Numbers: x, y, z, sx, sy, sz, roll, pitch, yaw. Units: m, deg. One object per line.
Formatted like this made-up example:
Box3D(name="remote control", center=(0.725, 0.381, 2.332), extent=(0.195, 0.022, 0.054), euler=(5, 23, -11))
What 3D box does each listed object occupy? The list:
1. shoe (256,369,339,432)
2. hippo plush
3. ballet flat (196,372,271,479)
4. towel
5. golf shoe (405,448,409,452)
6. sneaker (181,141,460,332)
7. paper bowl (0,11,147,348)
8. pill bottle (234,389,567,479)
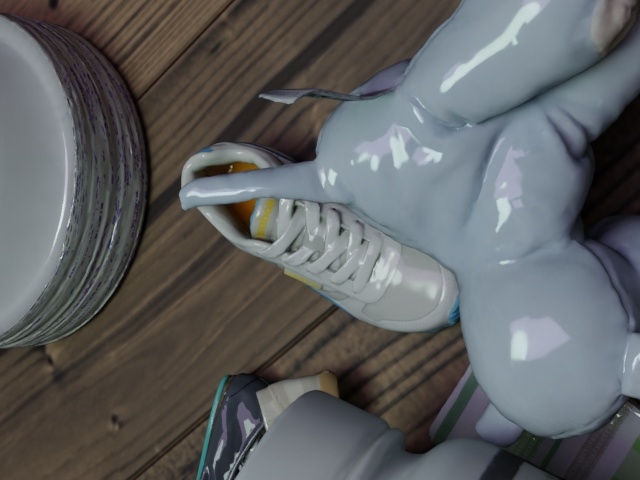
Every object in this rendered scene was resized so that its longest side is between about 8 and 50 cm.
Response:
Box3D(name="shoe", center=(-0.005, 0.203, 0.886), extent=(0.058, 0.076, 0.219), euler=(-6, 80, -11))
Box3D(name="hippo plush", center=(0.134, -0.019, 0.709), extent=(0.234, 0.294, 0.237), euler=(-42, 75, 48))
Box3D(name="ballet flat", center=(-0.069, 0.201, 0.941), extent=(0.074, 0.074, 0.203), euler=(20, 93, 31))
Box3D(name="towel", center=(0.155, 0.132, 0.830), extent=(0.152, 0.023, 0.113), euler=(37, 110, 25))
Box3D(name="golf shoe", center=(0.060, 0.234, 0.857), extent=(0.086, 0.067, 0.186), euler=(-28, 74, 30))
Box3D(name="sneaker", center=(0.000, 0.000, 0.887), extent=(0.228, 0.092, 0.087), euler=(27, 101, 29))
Box3D(name="paper bowl", center=(-0.294, -0.050, 1.044), extent=(0.284, 0.148, 0.284), euler=(0, 89, 33))
Box3D(name="pill bottle", center=(0.116, 0.236, 0.697), extent=(0.361, 0.204, 0.204), euler=(25, 102, 16))
